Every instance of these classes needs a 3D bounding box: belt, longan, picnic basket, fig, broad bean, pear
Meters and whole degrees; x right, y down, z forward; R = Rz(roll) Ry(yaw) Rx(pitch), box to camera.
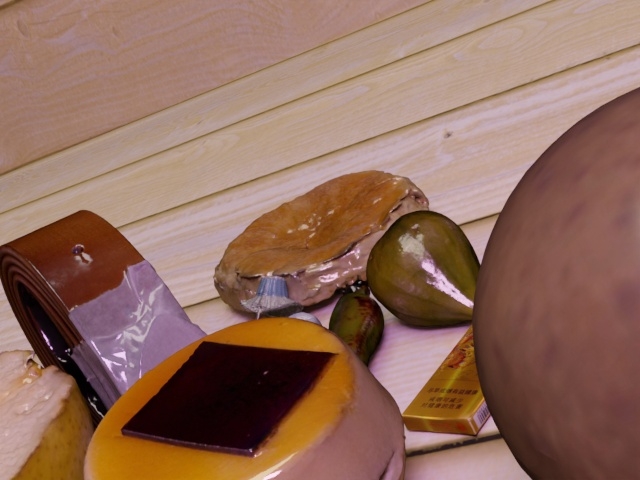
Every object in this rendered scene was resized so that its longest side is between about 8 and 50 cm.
[{"bbox_3d":[-0.230,0.117,1.149,0.122,0.338,0.217,-29,-25,-31],"label":"belt"},{"bbox_3d":[0.274,0.052,0.684,0.361,0.361,0.361,-24,21,9],"label":"longan"},{"bbox_3d":[-0.062,0.089,1.293,0.083,0.083,0.065,-3,-13,26],"label":"picnic basket"},{"bbox_3d":[0.136,0.030,1.156,0.133,0.126,0.185,-23,12,-28],"label":"fig"},{"bbox_3d":[0.025,0.130,1.132,0.077,0.061,0.339,-34,14,29],"label":"broad bean"},{"bbox_3d":[-0.391,0.305,1.047,0.386,0.191,0.340,-38,26,-27],"label":"pear"}]

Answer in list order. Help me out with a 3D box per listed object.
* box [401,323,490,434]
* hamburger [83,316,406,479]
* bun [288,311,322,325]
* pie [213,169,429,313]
[{"bbox_3d":[0.155,0.136,1.018,0.089,0.022,0.156,-5,29,43],"label":"box"},{"bbox_3d":[-0.065,0.206,0.892,0.300,0.176,0.300,-21,26,11],"label":"hamburger"},{"bbox_3d":[-0.029,0.124,1.242,0.083,0.045,0.083,-23,24,11],"label":"bun"},{"bbox_3d":[0.000,0.000,1.453,0.339,0.083,0.339,-24,18,8],"label":"pie"}]
